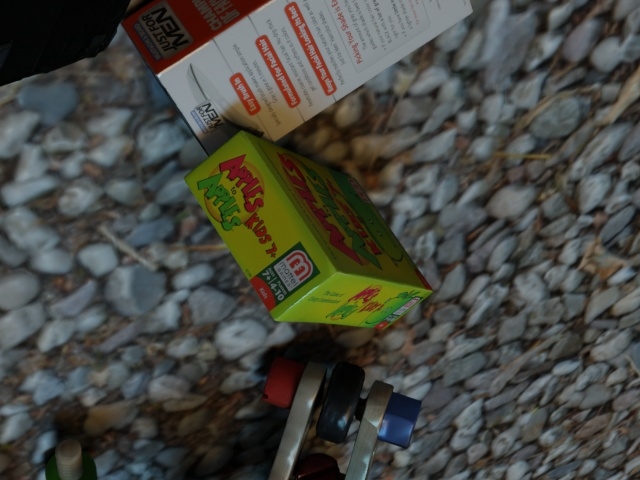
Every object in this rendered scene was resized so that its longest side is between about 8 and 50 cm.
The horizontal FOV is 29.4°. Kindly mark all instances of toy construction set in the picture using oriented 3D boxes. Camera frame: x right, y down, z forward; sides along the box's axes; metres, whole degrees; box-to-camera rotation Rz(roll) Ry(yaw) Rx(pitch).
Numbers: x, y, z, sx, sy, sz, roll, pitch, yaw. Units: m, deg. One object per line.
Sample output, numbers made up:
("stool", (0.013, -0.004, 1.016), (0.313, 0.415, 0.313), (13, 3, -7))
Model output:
("toy construction set", (-0.063, 0.242, 0.887), (0.308, 0.257, 0.237), (0, 147, -9))

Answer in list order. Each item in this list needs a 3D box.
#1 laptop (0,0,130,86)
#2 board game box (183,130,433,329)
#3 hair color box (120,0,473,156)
("laptop", (-0.175, -0.165, 0.471), (0.264, 0.136, 0.234), (-31, 165, -46))
("board game box", (0.000, 0.000, 0.698), (0.043, 0.092, 0.181), (-37, 163, 13))
("hair color box", (-0.009, -0.119, 0.647), (0.167, 0.053, 0.093), (-34, 144, -3))
